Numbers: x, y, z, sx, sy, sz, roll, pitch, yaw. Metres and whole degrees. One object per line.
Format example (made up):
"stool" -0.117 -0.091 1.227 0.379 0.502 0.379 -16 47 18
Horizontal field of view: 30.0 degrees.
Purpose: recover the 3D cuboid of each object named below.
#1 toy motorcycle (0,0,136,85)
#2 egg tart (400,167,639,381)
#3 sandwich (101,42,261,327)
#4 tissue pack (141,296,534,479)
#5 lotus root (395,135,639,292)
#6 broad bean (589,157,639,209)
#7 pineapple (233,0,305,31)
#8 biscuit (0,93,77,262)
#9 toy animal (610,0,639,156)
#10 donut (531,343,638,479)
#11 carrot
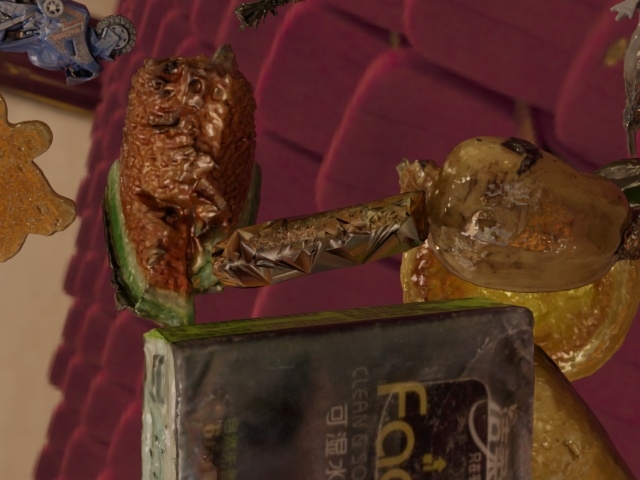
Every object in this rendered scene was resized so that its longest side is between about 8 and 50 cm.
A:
"toy motorcycle" -0.346 -0.265 1.551 0.114 0.205 0.076 -68 23 17
"egg tart" 0.258 0.043 1.536 0.128 0.319 0.319 -12 -57 -67
"sandwich" -0.139 -0.077 1.335 0.250 0.162 0.301 60 138 50
"tissue pack" 0.013 0.126 0.687 0.073 0.236 0.173 14 104 60
"lotus root" 0.200 -0.026 1.203 0.140 0.257 0.154 -80 -1 -56
"broad bean" 0.426 -0.074 1.555 0.339 0.061 0.077 0 69 58
"pineapple" -0.053 -0.299 1.439 0.124 0.058 0.058 -29 16 -3
"biscuit" -0.395 -0.093 1.467 0.234 0.153 0.030 67 170 -29
"toy animal" 0.494 -0.309 1.711 0.081 0.206 0.367 33 99 38
"donut" 0.204 0.198 1.133 0.128 0.208 0.261 -35 16 6
"carrot" 0.000 0.001 1.168 0.229 0.069 0.069 -13 49 24
